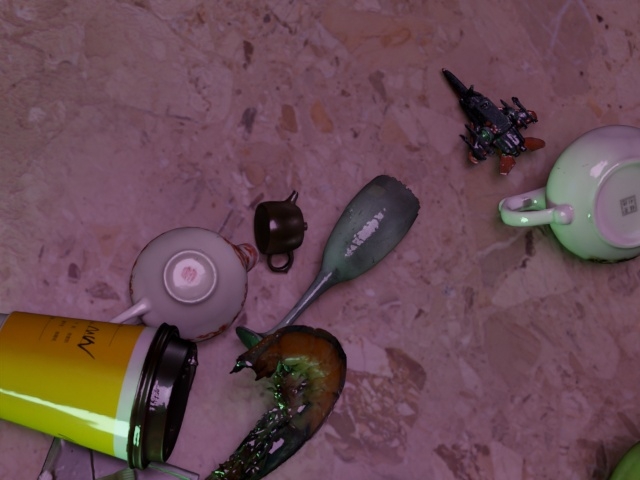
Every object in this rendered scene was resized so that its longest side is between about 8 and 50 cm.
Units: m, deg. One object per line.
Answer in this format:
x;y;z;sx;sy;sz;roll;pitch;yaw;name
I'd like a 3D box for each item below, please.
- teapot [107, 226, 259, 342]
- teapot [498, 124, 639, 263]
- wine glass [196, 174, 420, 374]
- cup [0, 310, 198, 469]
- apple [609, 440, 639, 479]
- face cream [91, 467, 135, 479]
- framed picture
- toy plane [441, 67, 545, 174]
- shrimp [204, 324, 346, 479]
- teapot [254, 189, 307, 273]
-0.192;0.066;1.771;0.245;0.116;0.159;-23;92;-8;teapot
0.411;-0.068;1.876;0.298;0.139;0.204;-10;110;-14;teapot
0.000;0.000;1.734;0.096;0.264;0.309;33;72;28;wine glass
-0.308;0.184;1.679;0.280;0.196;0.196;12;75;2;cup
0.518;0.385;1.707;0.254;0.292;0.292;28;72;-26;apple
-0.398;0.391;1.650;0.341;0.084;0.137;-11;62;-7;face cream
-0.302;0.406;1.692;0.209;0.019;0.281;20;74;5;framed picture
0.244;-0.190;1.915;0.130;0.061;0.189;-36;84;-14;toy plane
-0.078;0.230;1.699;0.054;0.222;0.290;33;77;36;shrimp
-0.051;-0.011;1.823;0.068;0.076;0.121;-3;104;-20;teapot
